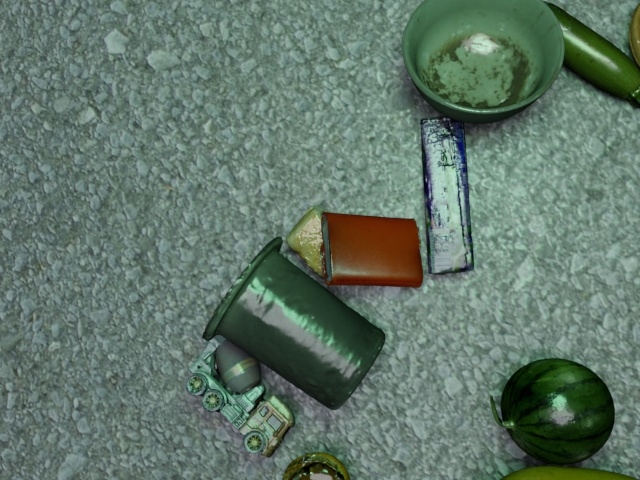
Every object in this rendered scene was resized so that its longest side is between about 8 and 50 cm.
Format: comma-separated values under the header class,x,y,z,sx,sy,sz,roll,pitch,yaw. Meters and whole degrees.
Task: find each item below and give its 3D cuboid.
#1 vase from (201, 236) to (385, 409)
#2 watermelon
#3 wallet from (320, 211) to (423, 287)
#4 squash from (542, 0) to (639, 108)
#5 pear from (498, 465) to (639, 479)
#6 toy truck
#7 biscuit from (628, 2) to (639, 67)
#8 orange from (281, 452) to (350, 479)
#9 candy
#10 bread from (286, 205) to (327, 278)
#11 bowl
class,x,y,z,sx,sy,sz,roll,pitch,yaw
vase,-0.040,0.170,1.277,0.291,0.245,0.245,36,92,5
watermelon,0.412,0.308,1.207,0.214,0.188,0.188,-17,83,-18
wallet,0.099,0.020,1.301,0.204,0.045,0.142,3,73,-25
squash,0.512,-0.356,1.295,0.331,0.087,0.087,39,93,8
pear,0.418,0.522,1.145,0.336,0.285,0.285,-12,84,22
toy truck,-0.156,0.301,1.349,0.256,0.108,0.140,42,80,12
biscuit,0.716,-0.357,1.274,0.288,0.044,0.202,39,81,4
orange,-0.006,0.485,1.307,0.170,0.112,0.160,-26,94,30
candy,0.248,-0.088,1.329,0.088,0.061,0.312,-3,86,8
bread,0.001,0.001,1.356,0.125,0.082,0.106,44,104,-1
bowl,0.300,-0.333,1.282,0.289,0.146,0.289,-2,71,6
